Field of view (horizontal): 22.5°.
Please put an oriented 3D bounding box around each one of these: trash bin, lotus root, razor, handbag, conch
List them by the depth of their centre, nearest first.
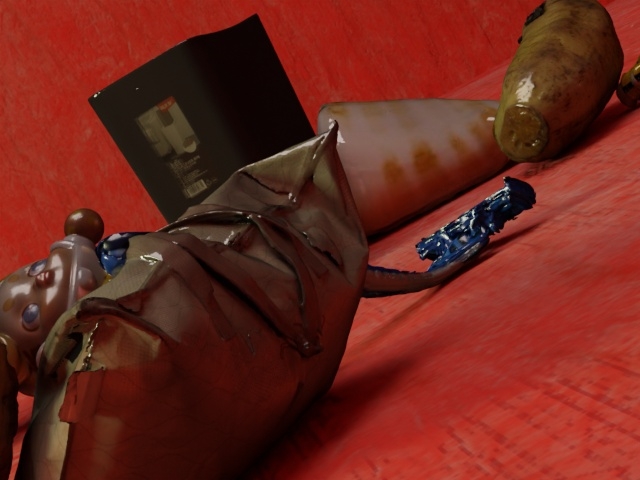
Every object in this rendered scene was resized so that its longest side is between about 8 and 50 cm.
[{"bbox_3d":[-0.058,0.051,0.776,0.117,0.183,0.270,22,26,18],"label":"handbag"},{"bbox_3d":[0.005,0.011,0.953,0.324,0.056,0.093,-5,-23,-45],"label":"razor"},{"bbox_3d":[-0.068,-0.057,1.347,0.115,0.226,0.165,-26,6,22],"label":"trash bin"},{"bbox_3d":[0.204,-0.136,1.375,0.258,0.097,0.110,-59,-15,-56],"label":"lotus root"},{"bbox_3d":[0.068,-0.088,1.471,0.255,0.127,0.158,-27,5,5],"label":"conch"}]

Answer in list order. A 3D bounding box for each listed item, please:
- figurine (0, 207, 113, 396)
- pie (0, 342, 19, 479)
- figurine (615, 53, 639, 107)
[{"bbox_3d":[-0.186,0.051,1.469,0.274,0.133,0.194,-31,47,2],"label":"figurine"},{"bbox_3d":[-0.158,0.119,0.716,0.034,0.170,0.092,7,-20,-2],"label":"pie"},{"bbox_3d":[0.303,-0.162,1.325,0.101,0.068,0.143,-35,-6,-17],"label":"figurine"}]
